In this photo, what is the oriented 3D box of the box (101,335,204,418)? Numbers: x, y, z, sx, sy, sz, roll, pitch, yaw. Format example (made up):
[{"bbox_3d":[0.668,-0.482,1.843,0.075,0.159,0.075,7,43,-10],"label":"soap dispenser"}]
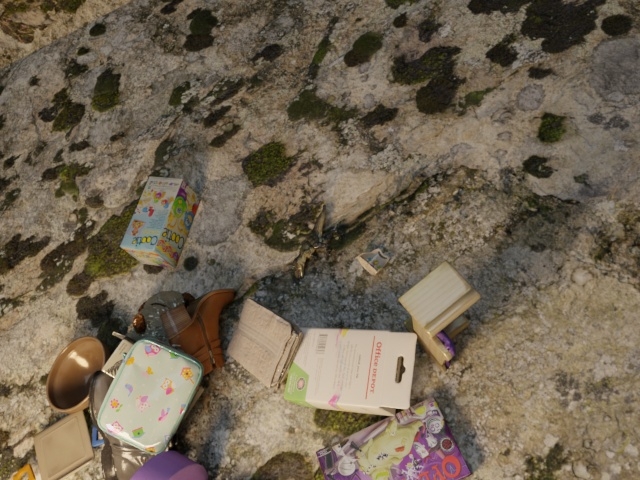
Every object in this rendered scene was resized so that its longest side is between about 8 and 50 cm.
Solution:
[{"bbox_3d":[-0.480,0.397,1.665,0.275,0.094,0.113,34,77,-10],"label":"box"}]

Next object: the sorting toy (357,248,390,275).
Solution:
[{"bbox_3d":[0.168,0.061,1.741,0.075,0.045,0.083,-40,58,-13],"label":"sorting toy"}]

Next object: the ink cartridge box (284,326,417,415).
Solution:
[{"bbox_3d":[0.097,0.349,1.538,0.353,0.119,0.207,-2,63,28],"label":"ink cartridge box"}]

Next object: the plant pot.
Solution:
[{"bbox_3d":[-0.726,0.427,1.797,0.237,0.110,0.238,-15,56,23],"label":"plant pot"}]

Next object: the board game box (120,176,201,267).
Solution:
[{"bbox_3d":[-0.545,-0.064,1.984,0.144,0.142,0.276,7,66,21],"label":"board game box"}]

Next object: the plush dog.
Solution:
[{"bbox_3d":[-0.506,0.245,1.802,0.262,0.211,0.225,-7,35,13],"label":"plush dog"}]

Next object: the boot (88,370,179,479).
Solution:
[{"bbox_3d":[-0.522,0.522,1.653,0.222,0.118,0.339,-12,92,11],"label":"boot"}]

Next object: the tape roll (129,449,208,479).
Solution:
[{"bbox_3d":[-0.408,0.686,1.469,0.090,0.275,0.275,17,70,26],"label":"tape roll"}]

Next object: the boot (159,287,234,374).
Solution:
[{"bbox_3d":[-0.330,0.274,1.741,0.109,0.283,0.220,-28,88,34],"label":"boot"}]

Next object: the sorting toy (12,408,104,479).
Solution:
[{"bbox_3d":[-0.777,0.635,1.756,0.347,0.047,0.196,-31,54,0],"label":"sorting toy"}]

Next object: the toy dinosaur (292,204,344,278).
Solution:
[{"bbox_3d":[0.000,0.000,1.818,0.118,0.064,0.268,12,65,31],"label":"toy dinosaur"}]

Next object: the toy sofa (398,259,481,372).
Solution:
[{"bbox_3d":[0.310,0.199,1.429,0.150,0.362,0.177,-38,69,-4],"label":"toy sofa"}]

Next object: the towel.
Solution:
[{"bbox_3d":[-0.170,0.290,1.653,0.282,0.049,0.187,20,87,50],"label":"towel"}]

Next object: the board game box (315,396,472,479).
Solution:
[{"bbox_3d":[0.180,0.567,1.469,0.346,0.056,0.208,-27,63,3],"label":"board game box"}]

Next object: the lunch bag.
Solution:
[{"bbox_3d":[-0.458,0.407,1.560,0.223,0.108,0.279,25,81,-1],"label":"lunch bag"}]
